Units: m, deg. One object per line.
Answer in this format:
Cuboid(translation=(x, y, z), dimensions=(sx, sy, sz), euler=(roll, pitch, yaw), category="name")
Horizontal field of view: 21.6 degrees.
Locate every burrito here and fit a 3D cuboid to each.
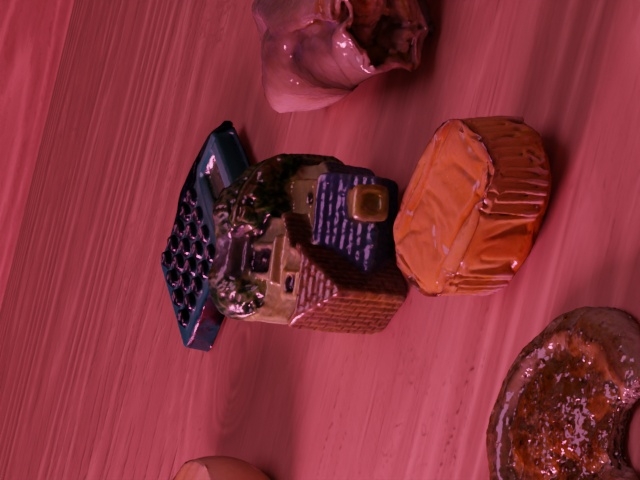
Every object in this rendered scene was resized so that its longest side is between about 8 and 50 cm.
Cuboid(translation=(-0.003, -0.256, 2.065), dimensions=(0.190, 0.135, 0.332), euler=(59, 153, -6), category="burrito")

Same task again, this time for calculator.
Cuboid(translation=(-0.164, -0.004, 2.437), dimensions=(0.274, 0.058, 0.248), euler=(-65, 26, 27), category="calculator")

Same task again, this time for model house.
Cuboid(translation=(0.000, 0.000, 1.938), dimensions=(0.189, 0.195, 0.214), euler=(6, 86, 58), category="model house")

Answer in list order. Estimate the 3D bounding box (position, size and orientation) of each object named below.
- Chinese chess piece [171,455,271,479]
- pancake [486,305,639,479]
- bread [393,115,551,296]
Cuboid(translation=(-0.134, 0.399, 2.122), dimensions=(0.251, 0.097, 0.251), euler=(-43, 41, 53), category="Chinese chess piece")
Cuboid(translation=(0.224, 0.179, 1.531), dimensions=(0.253, 0.037, 0.253), euler=(-39, 44, 53), category="pancake")
Cuboid(translation=(0.159, -0.034, 1.693), dimensions=(0.132, 0.114, 0.190), euler=(58, 139, 45), category="bread")
